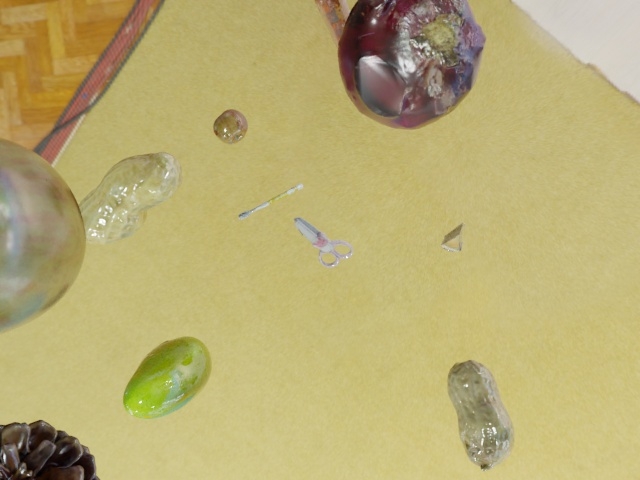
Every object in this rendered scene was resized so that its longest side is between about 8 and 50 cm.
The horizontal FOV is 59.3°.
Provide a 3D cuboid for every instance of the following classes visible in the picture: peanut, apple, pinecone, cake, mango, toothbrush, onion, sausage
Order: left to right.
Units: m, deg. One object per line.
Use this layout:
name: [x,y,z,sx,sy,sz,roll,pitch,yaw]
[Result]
apple: [-0.432,-0.003,0.708,0.257,0.234,0.256,0,84,-2]
pinecone: [-0.366,0.323,0.641,0.246,0.246,0.292,35,130,5]
peanut: [-0.457,-0.101,1.333,0.305,0.147,0.147,-43,88,16]
mango: [-0.348,0.320,1.318,0.186,0.273,0.149,-28,97,-1]
apple: [-0.313,-0.398,1.978,0.126,0.126,0.102,-44,80,17]
toothbrush: [-0.165,-0.138,1.948,0.024,0.288,0.021,-9,108,55]
sausage: [0.076,-0.654,1.753,0.094,0.419,0.094,-46,63,2]
onion: [0.233,-0.513,1.562,0.399,0.420,0.397,0,105,1]
cake: [0.418,-0.012,1.756,0.065,0.121,0.052,19,65,15]
peanut: [0.443,0.471,1.534,0.159,0.143,0.291,-35,63,58]

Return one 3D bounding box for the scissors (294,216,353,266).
scissors: [0.000,0.000,1.801,0.118,0.030,0.242,-32,127,21]
